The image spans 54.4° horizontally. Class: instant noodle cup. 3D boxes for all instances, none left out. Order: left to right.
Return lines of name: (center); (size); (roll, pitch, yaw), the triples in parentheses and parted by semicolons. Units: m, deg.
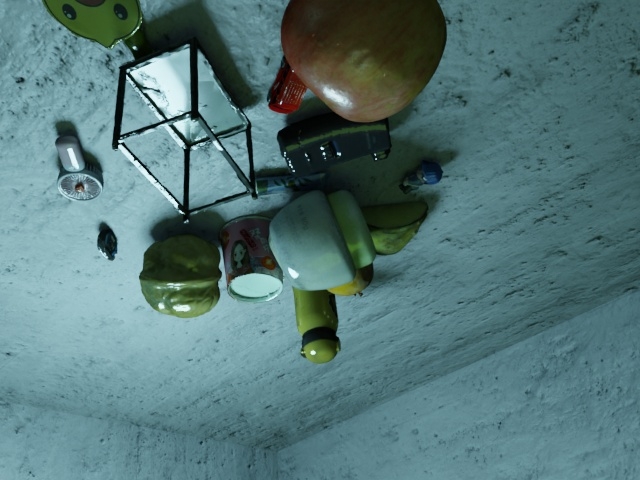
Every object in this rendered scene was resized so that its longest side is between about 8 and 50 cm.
instant noodle cup: (-0.234, 0.072, 2.166); (0.243, 0.231, 0.243); (-5, 143, -4)

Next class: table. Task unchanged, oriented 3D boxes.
table: (-0.331, -0.267, 1.570); (0.222, 0.272, 0.335); (-17, 146, 13)

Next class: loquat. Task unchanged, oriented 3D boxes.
loquat: (0.086, 0.098, 2.294); (0.238, 0.193, 0.238); (13, 136, 13)

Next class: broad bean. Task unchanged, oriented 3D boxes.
broad bean: (-0.445, -0.486, 1.511); (0.060, 0.043, 0.297); (-18, 143, -3)

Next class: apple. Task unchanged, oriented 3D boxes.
apple: (0.107, -0.456, 1.404); (0.364, 0.364, 0.364); (-5, 144, -4)

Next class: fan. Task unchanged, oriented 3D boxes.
fan: (-0.715, -0.209, 1.815); (0.130, 0.074, 0.244); (-3, 144, -5)
fan: (-0.523, -0.569, 1.378); (0.230, 0.011, 0.335); (1, 139, 6)

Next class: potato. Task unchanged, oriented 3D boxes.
potato: (0.247, -0.015, 2.246); (0.269, 0.112, 0.255); (-4, 145, -2)

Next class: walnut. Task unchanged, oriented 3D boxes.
walnut: (-0.476, 0.120, 2.145); (0.277, 0.282, 0.253); (2, 159, 20)

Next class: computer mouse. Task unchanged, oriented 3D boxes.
computer mouse: (-0.730, 0.014, 2.124); (0.047, 0.079, 0.135); (3, 143, 10)

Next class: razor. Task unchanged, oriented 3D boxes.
razor: (0.045, -0.292, 1.818); (0.327, 0.107, 0.189); (-13, 144, 5)

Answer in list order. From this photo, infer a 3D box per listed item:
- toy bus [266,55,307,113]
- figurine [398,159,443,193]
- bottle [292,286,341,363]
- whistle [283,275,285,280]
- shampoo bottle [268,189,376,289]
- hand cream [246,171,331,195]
toy bus: (-0.080, -0.404, 1.654); (0.081, 0.089, 0.195); (8, 142, -21)
figurine: (0.327, -0.202, 2.030); (0.149, 0.087, 0.086); (-38, 172, 36)
bottle: (-0.011, 0.312, 2.436); (0.171, 0.351, 0.171); (-6, 145, -4)
whistle: (-0.242, 0.121, 2.341); (0.223, 0.123, 0.123); (14, 141, -6)
shampoo bottle: (0.000, 0.000, 2.022); (0.317, 0.322, 0.322); (-21, 144, -1)
hand cream: (-0.102, -0.182, 1.994); (0.271, 0.058, 0.091); (-6, 150, -11)
